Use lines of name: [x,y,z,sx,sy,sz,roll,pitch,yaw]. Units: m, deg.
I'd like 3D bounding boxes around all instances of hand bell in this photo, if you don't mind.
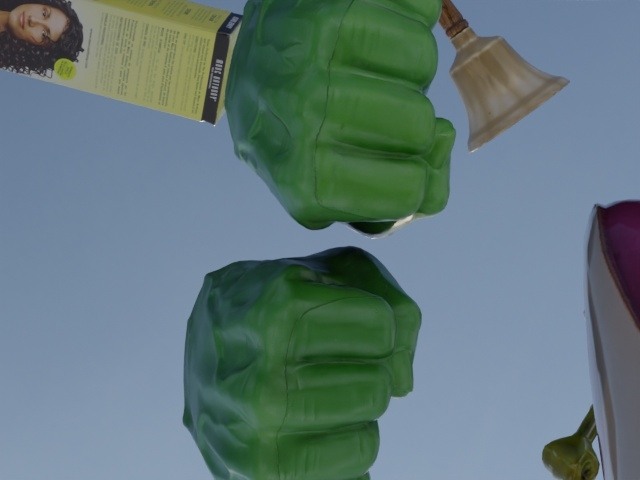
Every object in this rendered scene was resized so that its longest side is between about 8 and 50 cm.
hand bell: [0.132,-0.221,1.854,0.126,0.242,0.126,-36,1,1]

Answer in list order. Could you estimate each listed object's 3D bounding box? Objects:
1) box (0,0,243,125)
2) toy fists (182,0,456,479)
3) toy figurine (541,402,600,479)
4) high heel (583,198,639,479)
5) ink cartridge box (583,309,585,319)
box: [-0.185,-0.171,1.537,0.058,0.232,0.087,-66,-12,-63]
toy fists: [0.000,0.000,0.863,0.096,0.142,0.279,9,-84,-12]
toy figurine: [0.159,0.203,0.677,0.362,0.191,0.217,-47,-49,-41]
high heel: [0.173,0.058,0.502,0.181,0.377,0.127,-7,-74,4]
ink cartridge box: [0.319,0.043,1.278,0.181,0.225,0.056,-34,-64,-19]
